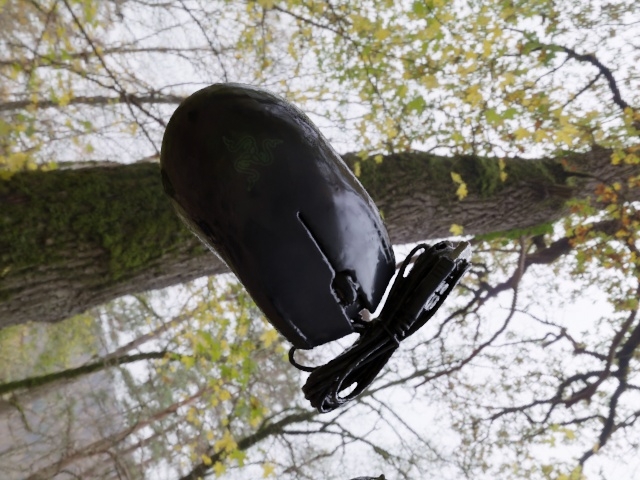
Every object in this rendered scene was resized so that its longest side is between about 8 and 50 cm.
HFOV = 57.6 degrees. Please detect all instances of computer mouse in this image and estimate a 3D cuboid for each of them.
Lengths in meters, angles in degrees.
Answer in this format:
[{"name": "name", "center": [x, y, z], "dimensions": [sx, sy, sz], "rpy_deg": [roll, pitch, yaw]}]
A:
[{"name": "computer mouse", "center": [0.000, 0.000, 0.432], "dimensions": [0.272, 0.188, 0.072], "rpy_deg": [49, -10, -23]}]

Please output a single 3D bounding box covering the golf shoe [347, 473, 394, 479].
[{"name": "golf shoe", "center": [0.094, 0.263, 0.337], "dimensions": [0.273, 0.105, 0.120], "rpy_deg": [33, -62, 36]}]
